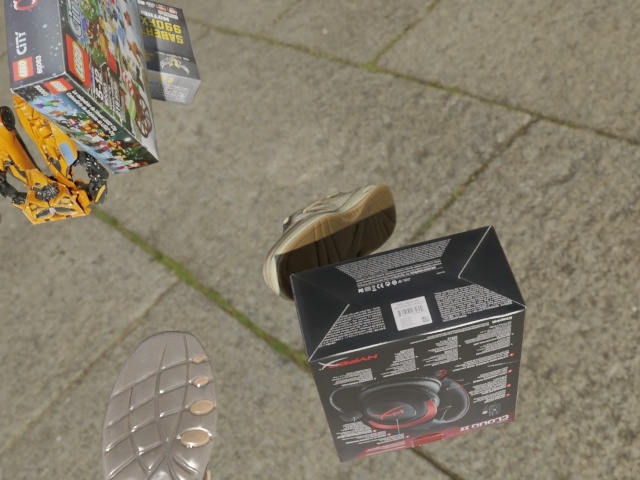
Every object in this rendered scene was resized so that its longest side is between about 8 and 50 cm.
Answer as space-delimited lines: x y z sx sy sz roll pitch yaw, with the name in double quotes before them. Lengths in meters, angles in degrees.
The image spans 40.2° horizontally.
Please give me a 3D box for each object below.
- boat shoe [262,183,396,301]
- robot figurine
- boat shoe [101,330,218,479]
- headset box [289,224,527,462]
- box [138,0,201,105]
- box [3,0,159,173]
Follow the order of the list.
"boat shoe" 0.000 0.000 1.183 0.098 0.109 0.302 0 22 31
"robot figurine" -0.501 -0.138 1.534 0.211 0.291 0.085 -10 43 10
"boat shoe" -0.176 0.260 0.941 0.123 0.116 0.324 6 69 -7
"headset box" 0.101 0.132 0.967 0.218 0.293 0.110 -14 54 0
"box" -0.308 -0.301 1.314 0.056 0.231 0.183 -56 39 38
"box" -0.194 -0.190 0.703 0.044 0.159 0.233 -15 70 9
